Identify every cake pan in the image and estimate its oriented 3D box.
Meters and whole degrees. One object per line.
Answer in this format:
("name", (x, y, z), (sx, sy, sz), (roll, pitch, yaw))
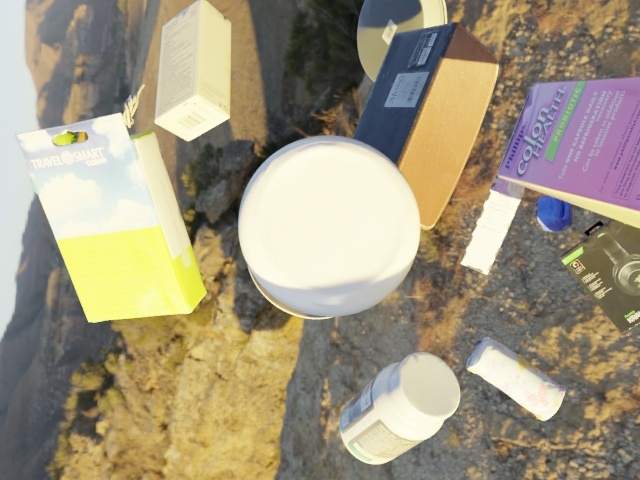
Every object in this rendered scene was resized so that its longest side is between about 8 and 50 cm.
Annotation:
("cake pan", (0.187, -0.513, 1.334), (0.293, 0.054, 0.293), (21, 115, 54))

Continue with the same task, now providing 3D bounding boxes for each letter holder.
("letter holder", (0.188, -0.168, 0.920), (0.152, 0.214, 0.302), (21, 88, 56))

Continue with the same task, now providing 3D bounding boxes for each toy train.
("toy train", (-0.416, -0.182, 0.982), (0.105, 0.143, 0.248), (76, -159, -67))

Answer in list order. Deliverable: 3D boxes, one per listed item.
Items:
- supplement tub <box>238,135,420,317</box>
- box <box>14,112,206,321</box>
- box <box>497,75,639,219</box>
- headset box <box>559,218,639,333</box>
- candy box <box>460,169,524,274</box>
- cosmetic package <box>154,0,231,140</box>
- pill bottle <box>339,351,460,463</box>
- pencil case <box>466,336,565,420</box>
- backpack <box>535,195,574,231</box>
("supplement tub", (0.000, 0.000, 0.670), (0.272, 0.191, 0.191), (122, 148, -79))
("box", (-0.179, -0.017, 0.474), (0.042, 0.109, 0.178), (-63, -37, -65))
("box", (0.346, -0.072, 0.546), (0.243, 0.213, 0.117), (-128, 55, -74))
("headset box", (0.856, 0.070, 1.510), (0.246, 0.131, 0.283), (-41, 68, 24))
("candy box", (0.403, -0.048, 1.254), (0.165, 0.070, 0.196), (-43, -29, -55))
("cosmetic package", (-0.316, -0.428, 1.358), (0.160, 0.113, 0.310), (-18, 61, 32))
("pill bottle", (0.205, 0.451, 1.447), (0.361, 0.204, 0.204), (121, 144, -49))
("pencil case", (0.560, 0.400, 1.567), (0.124, 0.273, 0.113), (-60, -10, 21))
("backpack", (0.728, -0.091, 1.688), (0.101, 0.120, 0.098), (-8, 67, 39))
